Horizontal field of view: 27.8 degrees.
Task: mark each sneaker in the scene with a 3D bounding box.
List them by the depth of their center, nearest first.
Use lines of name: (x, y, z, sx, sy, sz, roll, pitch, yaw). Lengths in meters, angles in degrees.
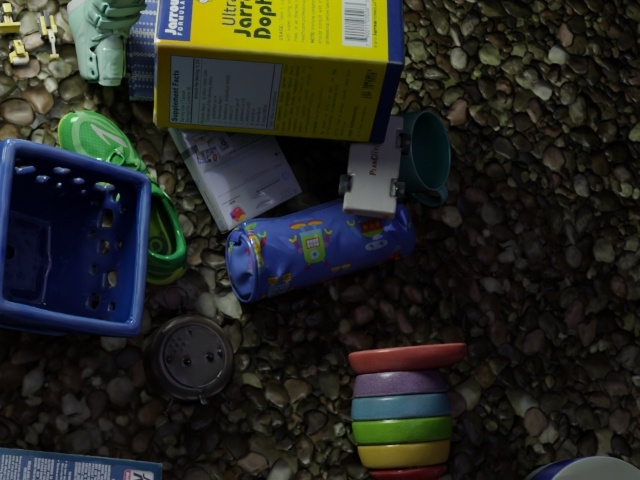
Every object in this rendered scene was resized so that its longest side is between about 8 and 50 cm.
sneaker: (-0.294, -0.312, 1.916, 0.094, 0.256, 0.151, -9, 85, -30)
sneaker: (-0.278, -0.076, 1.917, 0.109, 0.123, 0.295, -33, 88, -26)

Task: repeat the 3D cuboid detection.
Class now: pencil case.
pencil case: (0.000, 0.000, 2.006, 0.306, 0.119, 0.133, -16, 100, -25)

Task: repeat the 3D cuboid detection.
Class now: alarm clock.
alarm clock: (-0.198, 0.157, 1.916, 0.129, 0.064, 0.192, -9, 75, -24)

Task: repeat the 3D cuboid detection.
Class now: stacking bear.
stacking bear: (0.131, 0.308, 1.953, 0.164, 0.175, 0.289, -1, 82, -24)

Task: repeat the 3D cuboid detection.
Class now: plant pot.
plant pot: (-0.387, 0.012, 1.770, 0.236, 0.212, 0.236, 13, 74, -40)

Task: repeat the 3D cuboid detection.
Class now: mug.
mug: (0.140, -0.128, 2.105, 0.129, 0.097, 0.158, -11, 96, -55)

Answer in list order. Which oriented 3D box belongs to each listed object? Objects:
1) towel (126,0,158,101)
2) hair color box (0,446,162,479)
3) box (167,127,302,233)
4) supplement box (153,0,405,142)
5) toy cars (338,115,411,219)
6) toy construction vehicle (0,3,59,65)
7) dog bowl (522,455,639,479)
towel: (-0.205, -0.378, 2.093, 0.243, 0.040, 0.336, 0, 76, -23)
hair color box: (-0.400, 0.340, 1.716, 0.347, 0.174, 0.105, 10, 69, -19)
box: (-0.133, -0.126, 2.026, 0.145, 0.038, 0.186, -29, 93, -26)
supplement box: (-0.065, -0.289, 1.929, 0.356, 0.194, 0.195, 4, 58, -6)
toy cars: (0.021, -0.177, 2.039, 0.176, 0.087, 0.394, -28, 65, -21)
toy construction vehicle: (-0.444, -0.318, 1.974, 0.086, 0.035, 0.098, -5, 76, -23)
dog bowl: (0.426, 0.475, 2.041, 0.265, 0.104, 0.265, 6, 72, -20)
